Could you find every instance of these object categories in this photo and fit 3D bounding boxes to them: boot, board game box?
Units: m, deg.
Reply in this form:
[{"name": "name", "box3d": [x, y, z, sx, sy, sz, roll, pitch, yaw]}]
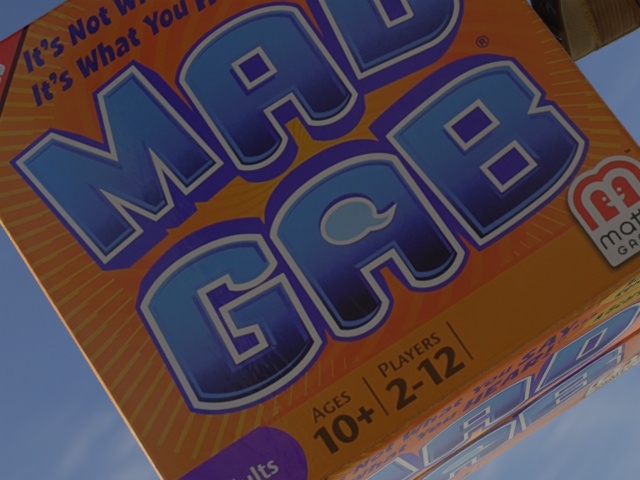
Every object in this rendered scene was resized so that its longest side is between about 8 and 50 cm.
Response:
[{"name": "boot", "box3d": [0.233, -0.258, 1.264, 0.207, 0.090, 0.248, -41, -28, -14]}, {"name": "board game box", "box3d": [0.000, 0.000, 1.229, 0.356, 0.356, 0.356, -33, -16, -5]}]
